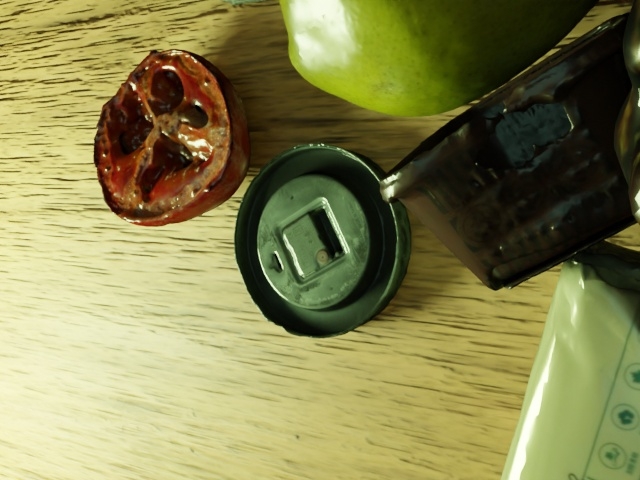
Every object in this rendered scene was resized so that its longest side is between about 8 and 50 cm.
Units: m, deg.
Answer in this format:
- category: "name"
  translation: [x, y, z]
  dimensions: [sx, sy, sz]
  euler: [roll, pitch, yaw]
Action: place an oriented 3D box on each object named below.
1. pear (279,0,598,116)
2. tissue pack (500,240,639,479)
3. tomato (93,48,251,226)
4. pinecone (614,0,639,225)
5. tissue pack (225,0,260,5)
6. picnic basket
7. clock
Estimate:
- category: "pear"
  translation: [0.126, -0.273, 0.645]
  dimensions: [0.375, 0.287, 0.287]
  euler: [-21, 81, 17]
- category: "tissue pack"
  translation: [0.295, 0.217, 0.593]
  dimensions: [0.297, 0.207, 0.380]
  euler: [21, 104, 27]
- category: "tomato"
  translation: [-0.174, -0.124, 0.934]
  dimensions: [0.228, 0.101, 0.228]
  euler: [-3, 83, 28]
- category: "pinecone"
  translation: [0.351, -0.084, 0.359]
  dimensions: [0.397, 0.398, 0.398]
  euler: [2, 93, 32]
- category: "tissue pack"
  translation: [-0.069, -0.369, 0.883]
  dimensions: [0.112, 0.051, 0.156]
  euler: [2, 93, 29]
- category: "picnic basket"
  translation: [0.191, -0.076, 0.616]
  dimensions: [0.222, 0.297, 0.129]
  euler: [-33, 94, 29]
- category: "clock"
  translation: [0.000, 0.000, 0.860]
  dimensions: [0.226, 0.049, 0.226]
  euler: [2, 93, 33]
